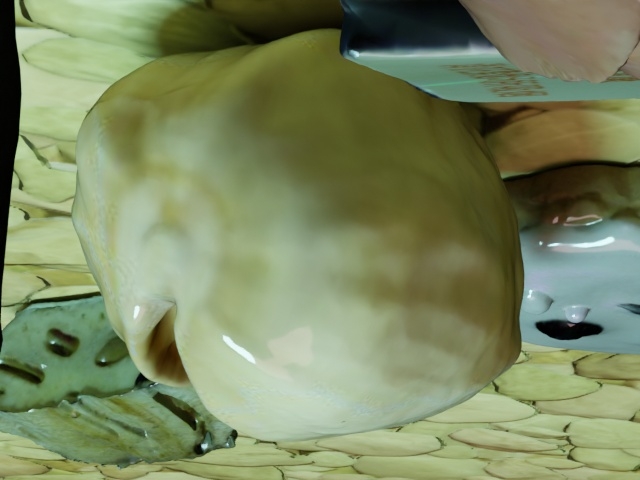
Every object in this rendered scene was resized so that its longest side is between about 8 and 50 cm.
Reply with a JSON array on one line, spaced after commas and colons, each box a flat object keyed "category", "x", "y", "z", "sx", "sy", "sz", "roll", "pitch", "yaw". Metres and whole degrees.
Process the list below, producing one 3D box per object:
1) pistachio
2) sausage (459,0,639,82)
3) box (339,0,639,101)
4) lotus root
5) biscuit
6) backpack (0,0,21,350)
[{"category": "pistachio", "x": 0.000, "y": 0.000, "z": 0.742, "sx": 0.157, "sy": 0.157, "sz": 0.229, "roll": -8, "pitch": 165, "yaw": 27}, {"category": "sausage", "x": -0.042, "y": -0.116, "z": 0.230, "sx": 0.088, "sy": 0.087, "sz": 0.433, "roll": -13, "pitch": 151, "yaw": 38}, {"category": "box", "x": 0.168, "y": -0.081, "z": 0.461, "sx": 0.310, "sy": 0.084, "sz": 0.198, "roll": -1, "pitch": -179, "yaw": 9}, {"category": "lotus root", "x": -0.106, "y": 0.077, "z": 1.085, "sx": 0.143, "sy": 0.070, "sz": 0.144, "roll": -10, "pitch": 155, "yaw": 15}, {"category": "biscuit", "x": 0.157, "y": 0.020, "z": 0.917, "sx": 0.181, "sy": 0.049, "sz": 0.208, "roll": 3, "pitch": 160, "yaw": -1}, {"category": "backpack", "x": -0.301, "y": -0.040, "z": 0.423, "sx": 0.446, "sy": 0.254, "sz": 0.363, "roll": -3, "pitch": -179, "yaw": 9}]
